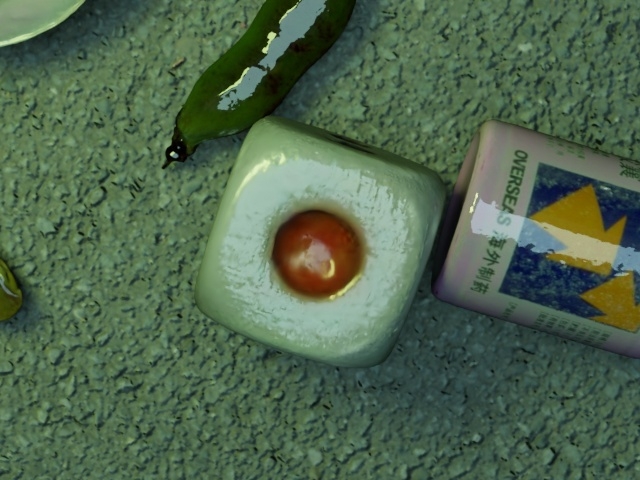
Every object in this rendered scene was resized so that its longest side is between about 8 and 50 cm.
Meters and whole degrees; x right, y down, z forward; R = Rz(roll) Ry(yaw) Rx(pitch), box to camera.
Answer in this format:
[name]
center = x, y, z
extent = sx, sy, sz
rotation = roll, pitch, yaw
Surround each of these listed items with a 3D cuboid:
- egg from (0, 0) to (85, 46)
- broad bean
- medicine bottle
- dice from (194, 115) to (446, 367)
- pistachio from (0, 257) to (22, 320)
[egg]
center = -0.284, -0.332, 1.289
extent = 0.207, 0.161, 0.271
rotation = -5, 132, -5
[broad bean]
center = -0.038, -0.188, 1.342
extent = 0.077, 0.061, 0.339
rotation = 44, 97, 14
[medicine bottle]
center = 0.262, 0.010, 1.298
extent = 0.291, 0.178, 0.178
rotation = 17, 97, 1
[dice]
center = 0.000, 0.000, 1.300
extent = 0.194, 0.192, 0.193
rotation = 18, 99, 1
[pistachio]
center = -0.364, 0.015, 1.387
extent = 0.173, 0.049, 0.089
rotation = 27, 120, -3
